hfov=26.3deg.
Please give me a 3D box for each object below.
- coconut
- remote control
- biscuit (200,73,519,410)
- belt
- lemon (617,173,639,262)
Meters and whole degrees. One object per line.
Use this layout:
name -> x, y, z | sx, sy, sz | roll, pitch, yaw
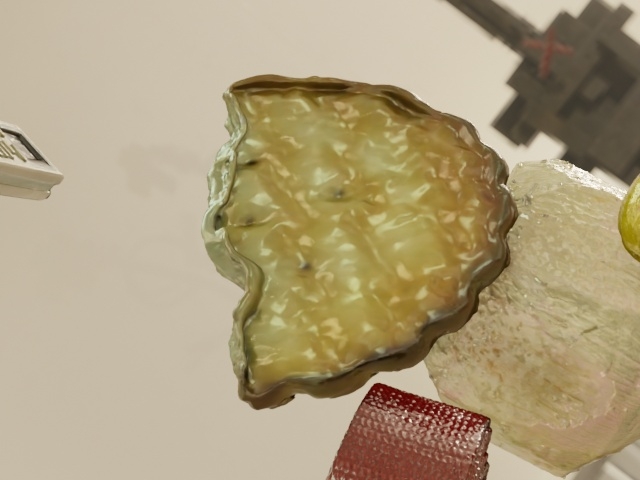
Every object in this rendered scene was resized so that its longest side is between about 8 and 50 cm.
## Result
coconut -> 0.251, 0.082, 1.364 | 0.297, 0.255, 0.297 | -61, -4, -7
remote control -> -0.409, -0.109, 1.697 | 0.055, 0.103, 0.277 | -44, -7, 6
biscuit -> 0.000, 0.000, 1.234 | 0.335, 0.329, 0.078 | -57, -26, -21
belt -> 0.070, 0.195, 1.032 | 0.201, 0.124, 0.128 | -51, -25, -63
lemon -> 0.278, -0.027, 1.056 | 0.110, 0.082, 0.082 | -57, 0, 0
